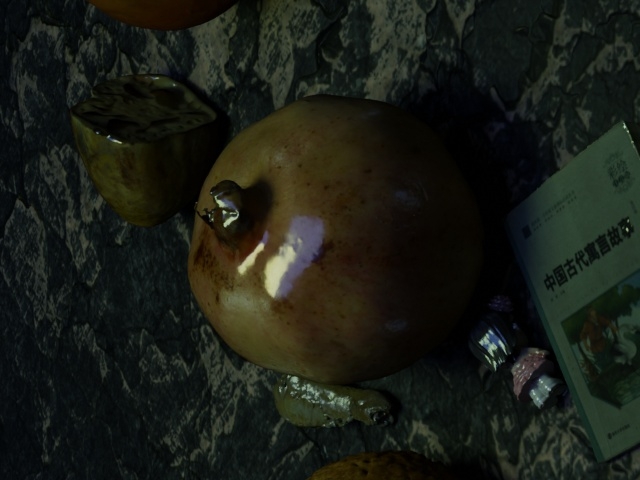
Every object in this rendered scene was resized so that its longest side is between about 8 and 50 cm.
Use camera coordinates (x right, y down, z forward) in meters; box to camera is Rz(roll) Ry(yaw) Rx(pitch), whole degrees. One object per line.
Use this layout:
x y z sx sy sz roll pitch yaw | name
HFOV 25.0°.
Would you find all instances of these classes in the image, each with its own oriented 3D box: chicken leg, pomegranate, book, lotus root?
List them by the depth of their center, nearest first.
0.293 0.055 1.427 0.215 0.025 0.282 -43 60 47 | book
0.000 0.000 1.569 0.338 0.338 0.338 4 96 53 | pomegranate
0.014 0.197 1.776 0.198 0.069 0.085 4 97 46 | chicken leg
-0.254 -0.120 2.027 0.199 0.188 0.180 43 139 41 | lotus root

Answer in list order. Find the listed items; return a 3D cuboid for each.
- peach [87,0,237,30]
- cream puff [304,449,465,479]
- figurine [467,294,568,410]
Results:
-0.211 -0.436 1.838 0.343 0.343 0.301 56 156 35 | peach
0.077 0.376 1.584 0.303 0.212 0.303 -3 85 44 | cream puff
0.207 0.120 1.521 0.129 0.054 0.072 50 126 36 | figurine
